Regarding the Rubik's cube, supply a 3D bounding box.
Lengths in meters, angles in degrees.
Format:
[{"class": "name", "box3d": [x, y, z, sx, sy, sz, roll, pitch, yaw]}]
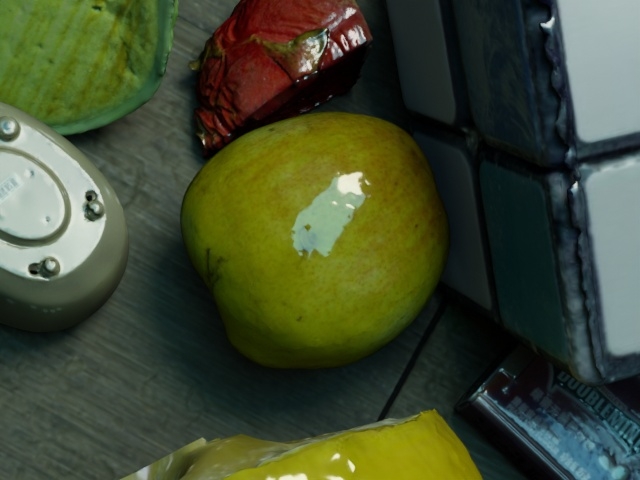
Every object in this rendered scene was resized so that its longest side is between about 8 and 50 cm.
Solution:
[{"class": "Rubik's cube", "box3d": [0.249, -0.107, 1.261, 0.313, 0.318, 0.316, -14, 106, -13]}]

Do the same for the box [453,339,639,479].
[{"class": "box", "box3d": [0.225, 0.163, 1.356, 0.224, 0.069, 0.120, 41, 71, 3]}]

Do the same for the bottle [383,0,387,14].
[{"class": "bottle", "box3d": [0.179, -0.224, 1.441, 0.245, 0.104, 0.104, -18, 78, -15]}]

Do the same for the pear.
[{"class": "pear", "box3d": [0.000, 0.000, 1.298, 0.200, 0.200, 0.200, 3, 74, -9]}]

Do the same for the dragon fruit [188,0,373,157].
[{"class": "dragon fruit", "box3d": [-0.045, -0.153, 1.374, 0.161, 0.120, 0.127, -30, 76, -12]}]

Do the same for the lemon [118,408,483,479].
[{"class": "lemon", "box3d": [-0.018, 0.291, 1.135, 0.364, 0.364, 0.364, 3, 74, -9]}]

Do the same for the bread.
[{"class": "bread", "box3d": [-0.243, -0.194, 1.274, 0.301, 0.301, 0.045, 14, 46, -6]}]

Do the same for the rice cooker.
[{"class": "rice cooker", "box3d": [-0.237, -0.023, 1.297, 0.206, 0.127, 0.145, 38, 70, -7]}]
